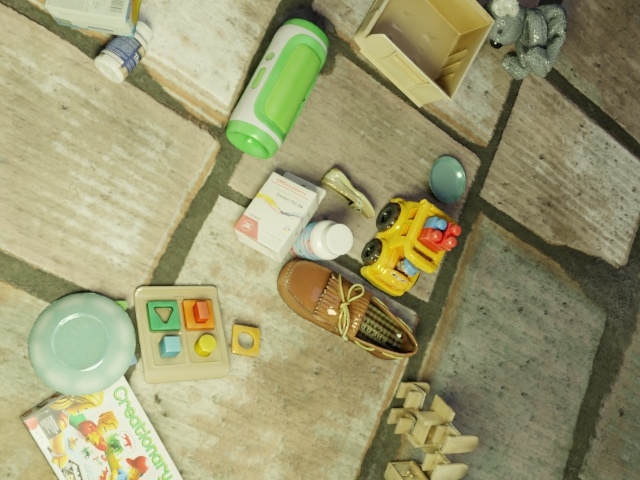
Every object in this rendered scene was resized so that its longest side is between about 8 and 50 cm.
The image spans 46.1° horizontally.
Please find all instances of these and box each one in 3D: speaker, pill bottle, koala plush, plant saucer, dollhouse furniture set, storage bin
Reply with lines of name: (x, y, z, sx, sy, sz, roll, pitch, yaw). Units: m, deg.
speaker: (-0.090, -0.328, 1.622, 0.131, 0.131, 0.296, 34, 72, -26)
pill bottle: (0.000, 0.000, 1.643, 0.087, 0.160, 0.087, 2, 87, -31)
koala plush: (0.505, -0.556, 1.949, 0.221, 0.196, 0.203, 25, 92, -12)
plant saucer: (0.319, -0.154, 1.921, 0.119, 0.021, 0.119, 2, 87, -31)
plant saucer: (-0.444, 0.189, 1.397, 0.195, 0.037, 0.194, 2, 75, -9)
dollhouse furniture set: (0.273, 0.484, 1.769, 0.161, 0.212, 0.242, 6, 112, -29)
storage bin: (0.252, -0.510, 1.834, 0.260, 0.123, 0.262, 38, 71, -24)
pill bottle: (-0.383, -0.374, 1.480, 0.067, 0.067, 0.120, 42, 69, -23)

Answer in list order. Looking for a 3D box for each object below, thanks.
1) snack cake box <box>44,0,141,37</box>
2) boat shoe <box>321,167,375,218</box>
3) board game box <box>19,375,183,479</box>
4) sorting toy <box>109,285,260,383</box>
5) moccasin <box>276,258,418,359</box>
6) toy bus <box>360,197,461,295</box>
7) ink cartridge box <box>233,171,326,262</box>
snack cake box: (-0.410, -0.535, 1.424, 0.152, 0.089, 0.264, 10, 82, -1)
boat shoe: (0.065, -0.101, 1.750, 0.048, 0.056, 0.153, -47, 110, -13)
board game box: (-0.409, 0.412, 1.445, 0.193, 0.053, 0.305, -33, 105, -28)
sorting toy: (-0.271, 0.181, 1.508, 0.348, 0.047, 0.195, 1, 67, -32)
moccasin: (0.065, 0.162, 1.684, 0.380, 0.147, 0.139, 41, 69, -23)
toy bus: (0.225, 0.016, 1.750, 0.149, 0.211, 0.220, 34, 73, -27)
ink cartridge box: (-0.083, -0.066, 1.618, 0.115, 0.067, 0.198, 27, 69, 14)
